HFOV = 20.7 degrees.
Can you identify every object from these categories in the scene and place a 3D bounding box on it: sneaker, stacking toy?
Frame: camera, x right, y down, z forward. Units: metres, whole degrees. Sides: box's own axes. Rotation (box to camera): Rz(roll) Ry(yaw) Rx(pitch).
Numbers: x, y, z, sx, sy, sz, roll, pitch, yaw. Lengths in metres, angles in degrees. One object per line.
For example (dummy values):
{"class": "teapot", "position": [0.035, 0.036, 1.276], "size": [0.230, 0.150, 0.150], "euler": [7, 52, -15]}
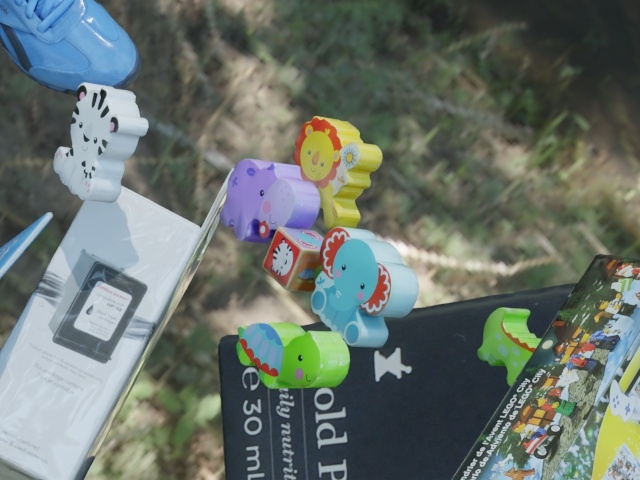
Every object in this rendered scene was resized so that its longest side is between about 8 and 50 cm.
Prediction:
{"class": "sneaker", "position": [-0.213, -0.177, 1.236], "size": [0.209, 0.082, 0.069], "euler": [40, 75, 22]}
{"class": "stacking toy", "position": [0.000, 0.000, 0.795], "size": [0.167, 0.052, 0.221], "euler": [5, 27, -42]}

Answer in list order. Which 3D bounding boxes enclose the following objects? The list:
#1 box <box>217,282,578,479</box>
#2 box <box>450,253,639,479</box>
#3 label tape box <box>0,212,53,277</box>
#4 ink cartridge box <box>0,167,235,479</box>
{"class": "box", "position": [0.210, 0.275, 1.155], "size": [0.297, 0.472, 0.479], "euler": [13, 70, -58]}
{"class": "box", "position": [0.139, 0.143, 0.734], "size": [0.159, 0.044, 0.233], "euler": [-52, 128, -28]}
{"class": "label tape box", "position": [-0.318, 0.079, 0.792], "size": [0.115, 0.348, 0.249], "euler": [52, 33, -14]}
{"class": "ink cartridge box", "position": [-0.111, 0.040, 0.870], "size": [0.060, 0.104, 0.180], "euler": [27, 70, 0]}
